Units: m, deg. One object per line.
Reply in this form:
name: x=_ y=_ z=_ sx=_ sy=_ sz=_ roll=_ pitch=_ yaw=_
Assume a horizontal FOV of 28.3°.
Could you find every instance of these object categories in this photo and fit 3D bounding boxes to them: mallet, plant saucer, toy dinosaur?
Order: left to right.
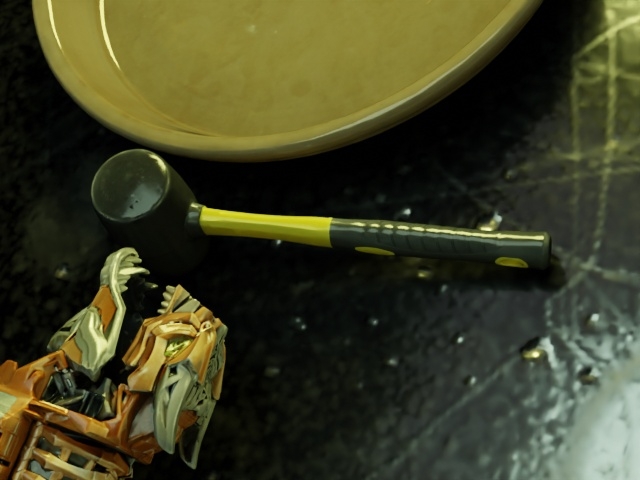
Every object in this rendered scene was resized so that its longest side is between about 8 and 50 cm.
toy dinosaur: x=-0.184 y=0.120 z=0.477 sx=0.218 sy=0.164 sz=0.322 roll=40 pitch=61 yaw=17
plant saucer: x=-0.008 y=-0.152 z=0.608 sx=0.278 sy=0.041 sz=0.277 roll=-9 pitch=61 yaw=16
mallet: x=0.000 y=0.000 z=0.532 sx=0.190 sy=0.062 sz=0.039 roll=8 pitch=68 yaw=9
